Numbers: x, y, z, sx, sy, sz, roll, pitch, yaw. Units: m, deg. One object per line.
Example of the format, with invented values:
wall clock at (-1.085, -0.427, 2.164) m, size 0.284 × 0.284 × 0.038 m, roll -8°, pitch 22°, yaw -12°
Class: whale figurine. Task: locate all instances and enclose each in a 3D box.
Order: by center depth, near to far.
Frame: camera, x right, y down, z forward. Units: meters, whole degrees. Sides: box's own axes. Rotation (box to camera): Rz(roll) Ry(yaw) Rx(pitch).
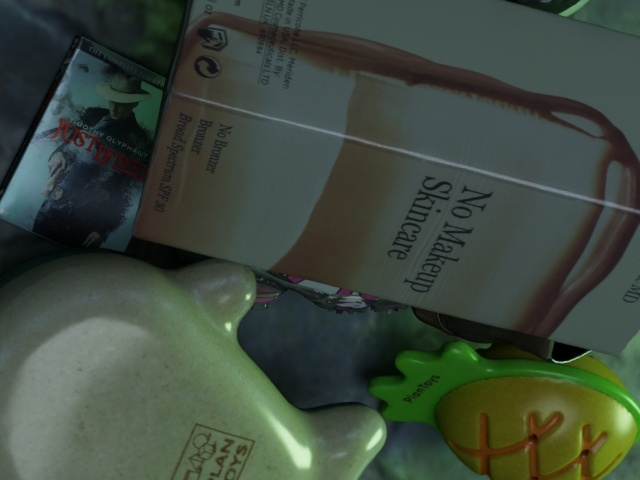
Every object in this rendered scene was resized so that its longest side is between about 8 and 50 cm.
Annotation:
whale figurine at (-0.099, 0.104, 1.080) m, size 0.272 × 0.141 × 0.216 m, roll 20°, pitch 95°, yaw -27°

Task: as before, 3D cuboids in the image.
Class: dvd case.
dvd case at (-0.135, -0.052, 1.092) m, size 0.087 × 0.013 × 0.119 m, roll 27°, pitch 92°, yaw -26°

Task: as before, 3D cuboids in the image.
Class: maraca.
maraca at (0.124, 0.110, 1.192) m, size 0.186 × 0.099 × 0.127 m, roll 17°, pitch 141°, yaw -17°

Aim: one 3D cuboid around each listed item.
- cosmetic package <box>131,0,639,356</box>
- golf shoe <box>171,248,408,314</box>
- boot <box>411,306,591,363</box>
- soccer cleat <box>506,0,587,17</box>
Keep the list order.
cosmetic package at (0.057, -0.051, 1.015) m, size 0.296 × 0.153 × 0.129 m, roll 13°, pitch 55°, yaw -5°
golf shoe at (0.000, 0.000, 1.131) m, size 0.186 × 0.067 × 0.086 m, roll 3°, pitch 104°, yaw -23°
boot at (0.170, 0.035, 1.162) m, size 0.219 × 0.106 × 0.082 m, roll -14°, pitch 119°, yaw -39°
soccer cleat at (0.003, -0.197, 1.063) m, size 0.331 × 0.143 × 0.116 m, roll 19°, pitch 93°, yaw -2°
